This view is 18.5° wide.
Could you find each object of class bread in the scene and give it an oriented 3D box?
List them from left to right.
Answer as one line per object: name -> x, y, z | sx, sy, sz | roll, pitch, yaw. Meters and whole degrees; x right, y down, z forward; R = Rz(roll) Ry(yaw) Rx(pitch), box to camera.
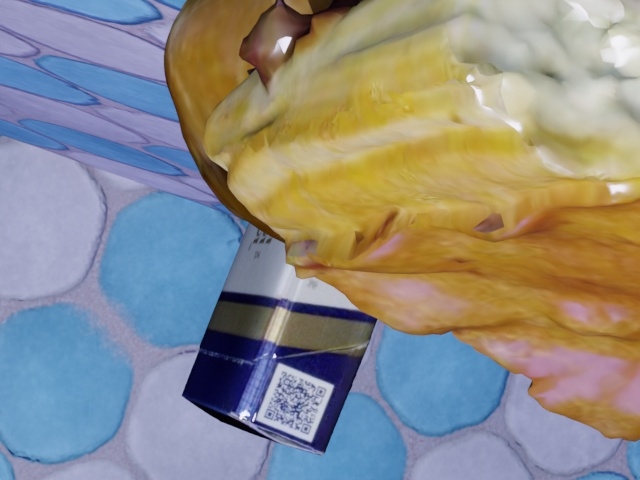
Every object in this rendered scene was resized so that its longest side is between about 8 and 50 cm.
bread -> 0.182, -0.051, 0.505 | 0.314, 0.191, 0.370 | 26, 160, -27

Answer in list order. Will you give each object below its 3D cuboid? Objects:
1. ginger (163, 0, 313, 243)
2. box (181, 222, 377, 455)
ginger -> 0.080, -0.065, 0.778 | 0.321, 0.165, 0.172 | 8, 150, 21
box -> 0.000, 0.000, 1.231 | 0.071, 0.259, 0.168 | 22, 175, -15
